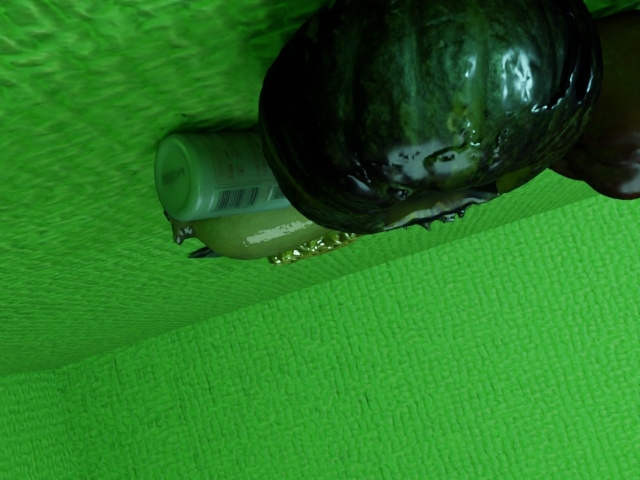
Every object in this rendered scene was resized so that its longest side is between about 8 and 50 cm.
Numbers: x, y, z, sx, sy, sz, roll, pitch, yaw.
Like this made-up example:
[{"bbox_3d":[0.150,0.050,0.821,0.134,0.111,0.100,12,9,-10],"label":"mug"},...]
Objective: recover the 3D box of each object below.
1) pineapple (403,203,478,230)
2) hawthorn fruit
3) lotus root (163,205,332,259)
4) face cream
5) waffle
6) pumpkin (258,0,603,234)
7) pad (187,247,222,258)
[{"bbox_3d":[0.220,-0.136,0.980,0.361,0.175,0.175,-27,177,-30],"label":"pineapple"},{"bbox_3d":[0.388,-0.175,0.831,0.260,0.224,0.224,-29,172,-8],"label":"hawthorn fruit"},{"bbox_3d":[-0.068,-0.046,0.984,0.303,0.131,0.146,-16,170,-9],"label":"lotus root"},{"bbox_3d":[-0.071,-0.085,0.844,0.251,0.101,0.101,-10,169,-41],"label":"face cream"},{"bbox_3d":[0.000,-0.001,1.547,0.229,0.057,0.219,-17,175,-29],"label":"waffle"},{"bbox_3d":[0.095,-0.123,0.631,0.320,0.192,0.320,-19,172,-3],"label":"pumpkin"},{"bbox_3d":[-0.146,-0.001,1.462,0.233,0.022,0.174,-22,170,33],"label":"pad"}]
